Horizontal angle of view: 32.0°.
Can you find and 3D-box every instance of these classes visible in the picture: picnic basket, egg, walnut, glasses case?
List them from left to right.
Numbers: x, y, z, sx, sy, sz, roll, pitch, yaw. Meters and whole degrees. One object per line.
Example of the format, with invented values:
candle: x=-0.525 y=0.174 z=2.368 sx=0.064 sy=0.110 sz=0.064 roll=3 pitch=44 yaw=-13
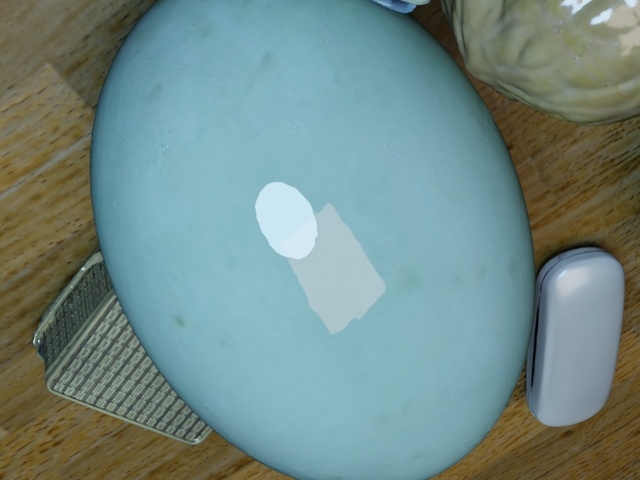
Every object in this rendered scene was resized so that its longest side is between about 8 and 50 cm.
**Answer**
picnic basket: x=-0.134 y=0.082 z=0.894 sx=0.164 sy=0.079 sz=0.115 roll=28 pitch=113 yaw=-31
egg: x=0.000 y=0.000 z=0.750 sx=0.276 sy=0.276 sz=0.389 roll=-23 pitch=116 yaw=0
glasses case: x=0.235 y=0.093 z=1.034 sx=0.081 sy=0.051 sz=0.204 roll=-10 pitch=127 yaw=-12
walnut: x=0.196 y=-0.190 z=0.713 sx=0.261 sy=0.225 sz=0.225 roll=-39 pitch=127 yaw=3

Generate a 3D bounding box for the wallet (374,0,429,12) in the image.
wallet: x=-0.024 y=-0.246 z=0.626 sx=0.250 sy=0.176 sz=0.075 roll=20 pitch=151 yaw=-23
